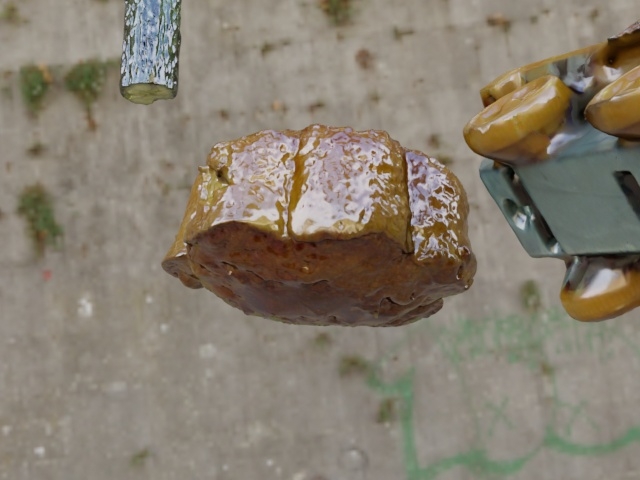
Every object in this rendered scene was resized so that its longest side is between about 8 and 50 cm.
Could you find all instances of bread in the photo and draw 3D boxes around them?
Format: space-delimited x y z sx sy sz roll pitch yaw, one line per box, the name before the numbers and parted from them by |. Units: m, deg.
bread | -0.002 -0.004 1.040 0.246 0.135 0.232 -7 -19 37

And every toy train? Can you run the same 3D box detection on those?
toy train | 0.237 -0.071 0.819 0.231 0.163 0.369 -38 12 -19

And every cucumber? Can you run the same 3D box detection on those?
cucumber | -0.154 -0.210 1.194 0.058 0.187 0.058 0 -30 0
